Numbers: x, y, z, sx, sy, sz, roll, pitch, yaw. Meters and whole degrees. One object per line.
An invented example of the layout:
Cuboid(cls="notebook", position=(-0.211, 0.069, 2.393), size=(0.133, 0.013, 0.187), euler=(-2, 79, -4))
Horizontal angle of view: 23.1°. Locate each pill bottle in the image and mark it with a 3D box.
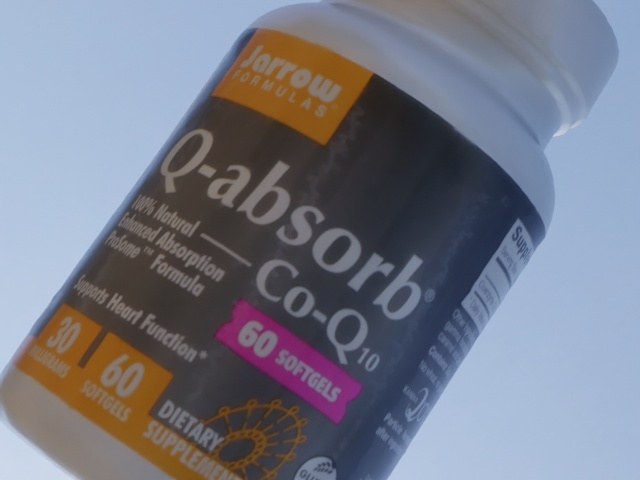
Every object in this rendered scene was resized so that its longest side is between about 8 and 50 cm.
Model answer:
Cuboid(cls="pill bottle", position=(0.000, 0.000, 0.669), size=(0.162, 0.162, 0.278), euler=(29, -100, 27))
